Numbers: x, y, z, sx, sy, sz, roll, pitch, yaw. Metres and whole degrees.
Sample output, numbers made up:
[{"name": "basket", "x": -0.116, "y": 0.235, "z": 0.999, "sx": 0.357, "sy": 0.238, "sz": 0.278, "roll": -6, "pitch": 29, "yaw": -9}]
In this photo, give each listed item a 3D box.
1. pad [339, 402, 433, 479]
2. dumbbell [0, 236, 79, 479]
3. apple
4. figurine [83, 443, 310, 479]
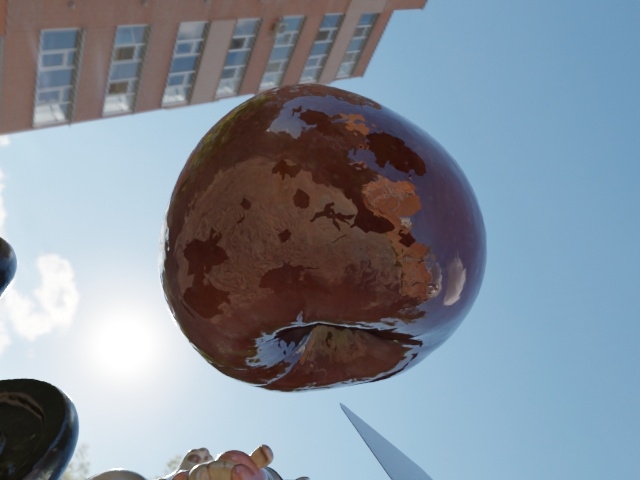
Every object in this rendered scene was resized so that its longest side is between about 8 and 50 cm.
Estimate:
[{"name": "pad", "x": 0.126, "y": 0.316, "z": 0.832, "sx": 0.266, "sy": 0.002, "sz": 0.176, "roll": 46, "pitch": -1, "yaw": -35}, {"name": "dumbbell", "x": -0.290, "y": 0.108, "z": 0.456, "sx": 0.192, "sy": 0.192, "sz": 0.290, "roll": 11, "pitch": -57, "yaw": 41}, {"name": "apple", "x": 0.000, "y": 0.000, "z": 0.573, "sx": 0.306, "sy": 0.306, "sz": 0.235, "roll": -41, "pitch": -136, "yaw": 45}, {"name": "figurine", "x": -0.048, "y": 0.147, "z": 0.322, "sx": 0.098, "sy": 0.146, "sz": 0.081, "roll": -31, "pitch": -115, "yaw": 58}]
